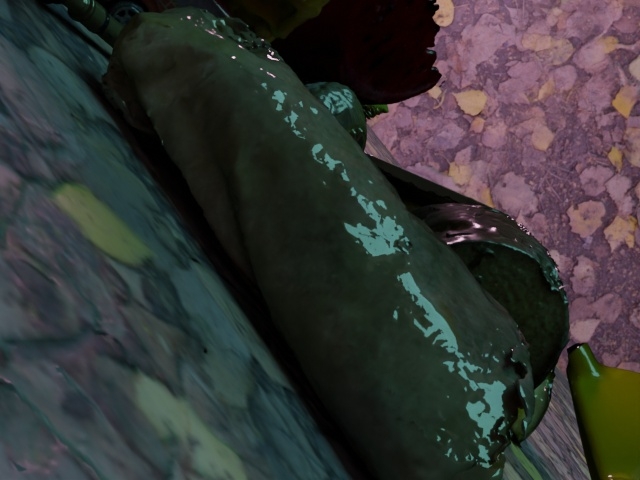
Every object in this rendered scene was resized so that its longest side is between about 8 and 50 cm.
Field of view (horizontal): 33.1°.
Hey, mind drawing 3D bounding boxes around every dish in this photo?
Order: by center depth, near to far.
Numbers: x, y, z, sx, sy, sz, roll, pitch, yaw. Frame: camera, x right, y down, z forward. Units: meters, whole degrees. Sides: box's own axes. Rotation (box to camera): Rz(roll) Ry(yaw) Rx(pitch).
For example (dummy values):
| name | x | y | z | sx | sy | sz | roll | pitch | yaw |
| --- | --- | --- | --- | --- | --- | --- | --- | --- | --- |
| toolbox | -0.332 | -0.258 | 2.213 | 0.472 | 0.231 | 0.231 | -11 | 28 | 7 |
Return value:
| name | x | y | z | sx | sy | sz | roll | pitch | yaw |
| --- | --- | --- | --- | --- | --- | --- | --- | --- | --- |
| dish | 0.251 | 0.194 | 0.736 | 0.221 | 0.108 | 0.262 | -93 | 165 | -56 |

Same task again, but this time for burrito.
| name | x | y | z | sx | sy | sz | roll | pitch | yaw |
| --- | --- | --- | --- | --- | --- | --- | --- | --- | --- |
| burrito | 0.007 | 0.001 | 0.604 | 0.347 | 0.107 | 0.175 | 53 | 22 | 22 |

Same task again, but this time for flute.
| name | x | y | z | sx | sy | sz | roll | pitch | yaw |
| --- | --- | --- | --- | --- | --- | --- | --- | --- | --- |
| flute | -0.108 | -0.112 | 0.714 | 0.027 | 0.027 | 0.233 | 56 | 9 | 28 |

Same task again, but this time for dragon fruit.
| name | x | y | z | sx | sy | sz | roll | pitch | yaw |
| --- | --- | --- | --- | --- | --- | --- | --- | --- | --- |
| dragon fruit | -0.030 | -0.192 | 0.979 | 0.282 | 0.100 | 0.343 | 9 | -14 | 14 |

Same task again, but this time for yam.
| name | x | y | z | sx | sy | sz | roll | pitch | yaw |
| --- | --- | --- | --- | --- | --- | --- | --- | --- | --- |
| yam | 0.114 | 0.045 | 0.836 | 0.154 | 0.154 | 0.254 | 51 | 6 | -2 |

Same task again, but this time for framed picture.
| name | x | y | z | sx | sy | sz | roll | pitch | yaw |
| --- | --- | --- | --- | --- | --- | --- | --- | --- | --- |
| framed picture | 0.105 | -0.050 | 1.208 | 0.281 | 0.019 | 0.209 | 26 | -3 | 23 |

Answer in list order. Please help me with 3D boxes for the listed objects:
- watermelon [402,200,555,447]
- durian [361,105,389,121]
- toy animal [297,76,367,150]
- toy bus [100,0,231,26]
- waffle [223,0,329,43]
| name | x | y | z | sx | sy | sz | roll | pitch | yaw |
| --- | --- | --- | --- | --- | --- | --- | --- | --- | --- |
| watermelon | 0.146 | 0.076 | 1.135 | 0.129 | 0.123 | 0.301 | -17 | 65 | -46 |
| durian | -0.025 | -0.177 | 1.220 | 0.137 | 0.095 | 0.221 | 12 | -15 | 36 |
| toy animal | -0.009 | -0.088 | 0.951 | 0.098 | 0.098 | 0.137 | 56 | -11 | 30 |
| toy bus | -0.143 | -0.204 | 0.740 | 0.192 | 0.077 | 0.065 | 49 | 5 | -26 |
| waffle | -0.094 | -0.238 | 0.789 | 0.229 | 0.057 | 0.219 | 48 | -32 | -16 |
